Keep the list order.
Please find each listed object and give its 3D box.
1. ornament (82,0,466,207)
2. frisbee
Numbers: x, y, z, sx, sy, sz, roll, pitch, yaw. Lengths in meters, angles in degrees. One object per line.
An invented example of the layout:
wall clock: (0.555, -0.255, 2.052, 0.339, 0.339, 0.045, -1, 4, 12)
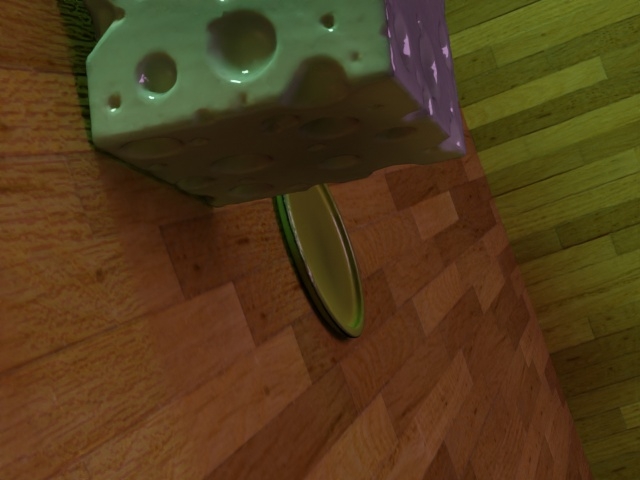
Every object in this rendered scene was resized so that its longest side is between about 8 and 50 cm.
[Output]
ornament: (-0.035, -0.182, 1.017, 0.239, 0.239, 0.239, 27, 54, -70)
frisbee: (0.000, 0.000, 1.416, 0.236, 0.017, 0.236, -20, 90, -76)
